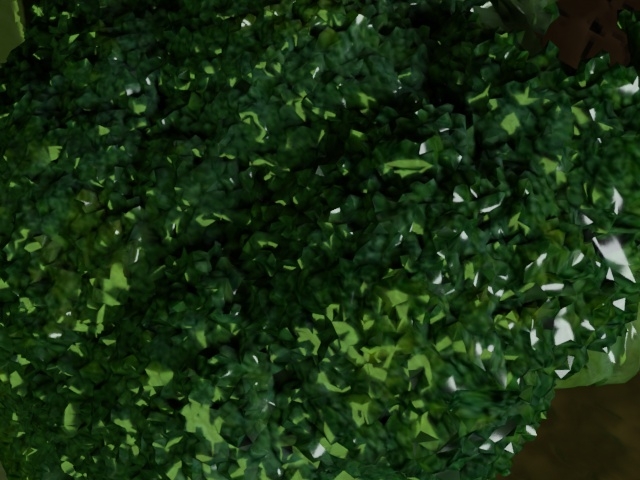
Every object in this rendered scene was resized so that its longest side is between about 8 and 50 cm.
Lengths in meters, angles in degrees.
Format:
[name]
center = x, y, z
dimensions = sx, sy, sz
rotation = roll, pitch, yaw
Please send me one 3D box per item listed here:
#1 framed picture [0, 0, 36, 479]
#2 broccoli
[framed picture]
center = -0.252, -0.092, 0.626
dimensions = 0.326, 0.028, 0.446
rotation = 7, 122, 20
[broccoli]
center = 0.000, 0.000, 0.492
dimensions = 0.261, 0.241, 0.269
rotation = 32, 115, 50
